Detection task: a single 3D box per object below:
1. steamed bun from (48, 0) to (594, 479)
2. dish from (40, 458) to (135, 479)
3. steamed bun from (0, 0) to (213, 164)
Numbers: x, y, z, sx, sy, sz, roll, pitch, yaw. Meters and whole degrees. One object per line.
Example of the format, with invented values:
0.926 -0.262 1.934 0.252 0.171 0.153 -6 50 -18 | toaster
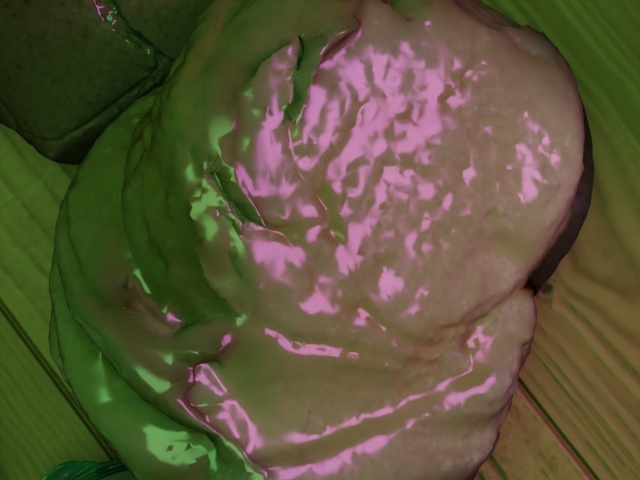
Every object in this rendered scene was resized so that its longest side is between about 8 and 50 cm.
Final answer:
-0.005 0.002 1.075 0.325 0.230 0.372 20 81 -31 | steamed bun
-0.110 0.250 1.129 0.224 0.078 0.246 41 93 10 | dish
-0.139 -0.215 1.124 0.251 0.199 0.301 43 89 8 | steamed bun
